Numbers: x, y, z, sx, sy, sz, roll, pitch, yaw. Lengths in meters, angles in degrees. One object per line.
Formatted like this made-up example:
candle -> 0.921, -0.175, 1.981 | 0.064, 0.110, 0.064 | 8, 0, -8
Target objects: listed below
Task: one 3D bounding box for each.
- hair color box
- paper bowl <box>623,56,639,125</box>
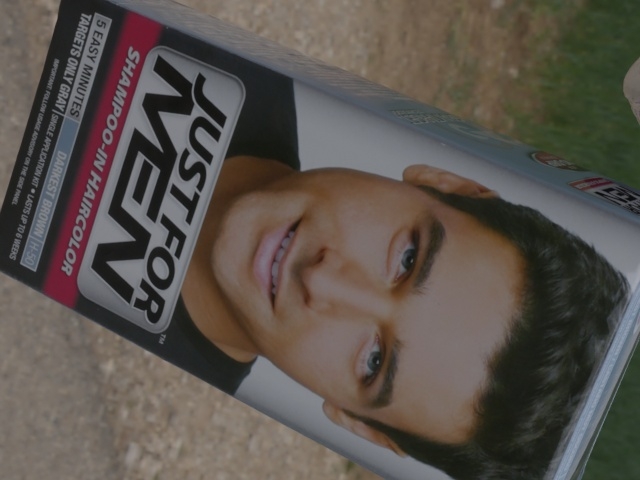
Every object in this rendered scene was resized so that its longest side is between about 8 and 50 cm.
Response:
hair color box -> 0.000, 0.000, 0.743 | 0.113, 0.374, 0.185 | -12, 124, -65
paper bowl -> 0.376, -0.111, 0.907 | 0.148, 0.284, 0.284 | 62, 33, -11
